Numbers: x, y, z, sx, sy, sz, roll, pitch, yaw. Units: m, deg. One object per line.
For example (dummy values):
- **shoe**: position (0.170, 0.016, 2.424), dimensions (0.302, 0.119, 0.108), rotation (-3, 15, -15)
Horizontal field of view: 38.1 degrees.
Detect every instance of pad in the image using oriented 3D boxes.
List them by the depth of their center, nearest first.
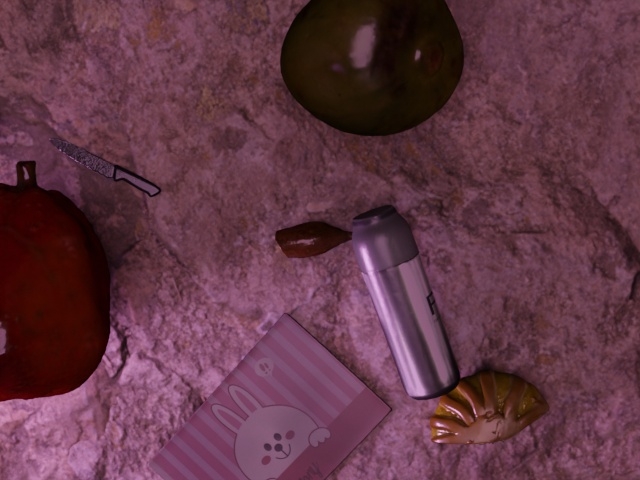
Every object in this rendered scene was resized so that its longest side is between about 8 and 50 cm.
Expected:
- **pad**: position (-0.073, 0.273, 1.284), dimensions (0.202, 0.005, 0.300), rotation (43, 99, -1)

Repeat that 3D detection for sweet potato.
- **sweet potato**: position (0.000, 0.000, 1.225), dimensions (0.117, 0.049, 0.049), rotation (-6, 96, 2)

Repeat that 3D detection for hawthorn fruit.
- **hawthorn fruit**: position (-0.391, 0.052, 1.170), dimensions (0.265, 0.265, 0.307), rotation (0, 86, 6)

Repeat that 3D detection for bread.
- **bread**: position (0.222, 0.217, 1.218), dimensions (0.157, 0.083, 0.094), rotation (-2, 84, 7)

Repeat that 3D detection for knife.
- **knife**: position (-0.294, -0.100, 1.260), dimensions (0.170, 0.010, 0.023), rotation (27, 93, 4)

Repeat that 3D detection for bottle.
- **bottle**: position (0.109, 0.079, 1.205), dimensions (0.080, 0.096, 0.253), rotation (-20, 100, 6)

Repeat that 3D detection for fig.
- **fig**: position (0.051, -0.230, 1.137), dimensions (0.225, 0.203, 0.202), rotation (8, 100, 44)
